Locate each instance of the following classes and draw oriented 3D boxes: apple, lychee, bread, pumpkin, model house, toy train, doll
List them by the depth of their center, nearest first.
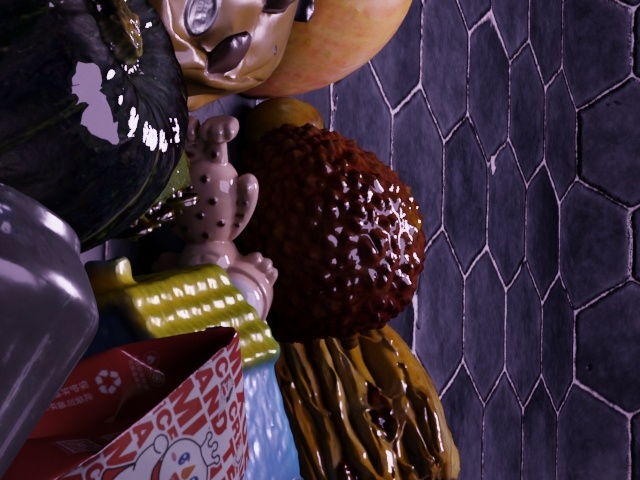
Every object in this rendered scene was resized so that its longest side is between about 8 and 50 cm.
[{"bbox_3d":[-0.263,-0.139,1.548,0.323,0.241,0.323,-19,90,-74],"label":"pumpkin"},{"bbox_3d":[-0.220,-0.051,1.816,0.225,0.137,0.090,-38,120,-66],"label":"toy train"},{"bbox_3d":[-0.169,0.161,1.837,0.237,0.215,0.303,-16,100,-65],"label":"model house"},{"bbox_3d":[-0.135,-0.006,1.987,0.119,0.154,0.278,-68,149,-70],"label":"doll"},{"bbox_3d":[0.000,0.000,2.147,0.276,0.275,0.304,-56,132,-54],"label":"lychee"},{"bbox_3d":[-0.018,-0.329,2.250,0.252,0.314,0.309,40,26,-2],"label":"apple"},{"bbox_3d":[-0.046,-0.139,2.273,0.114,0.102,0.099,-25,124,-73],"label":"apple"},{"bbox_3d":[0.080,0.254,2.318,0.314,0.191,0.370,65,11,28],"label":"bread"}]

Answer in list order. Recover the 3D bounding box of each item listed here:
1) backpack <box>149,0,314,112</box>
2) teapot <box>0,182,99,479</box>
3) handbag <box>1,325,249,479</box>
[{"bbox_3d":[-0.126,-0.306,1.908,0.378,0.201,0.354,-11,119,-66],"label":"backpack"},{"bbox_3d":[-0.375,0.119,1.303,0.376,0.305,0.362,26,70,-33],"label":"teapot"},{"bbox_3d":[-0.187,0.199,1.579,0.298,0.151,0.171,-27,130,-23],"label":"handbag"}]
